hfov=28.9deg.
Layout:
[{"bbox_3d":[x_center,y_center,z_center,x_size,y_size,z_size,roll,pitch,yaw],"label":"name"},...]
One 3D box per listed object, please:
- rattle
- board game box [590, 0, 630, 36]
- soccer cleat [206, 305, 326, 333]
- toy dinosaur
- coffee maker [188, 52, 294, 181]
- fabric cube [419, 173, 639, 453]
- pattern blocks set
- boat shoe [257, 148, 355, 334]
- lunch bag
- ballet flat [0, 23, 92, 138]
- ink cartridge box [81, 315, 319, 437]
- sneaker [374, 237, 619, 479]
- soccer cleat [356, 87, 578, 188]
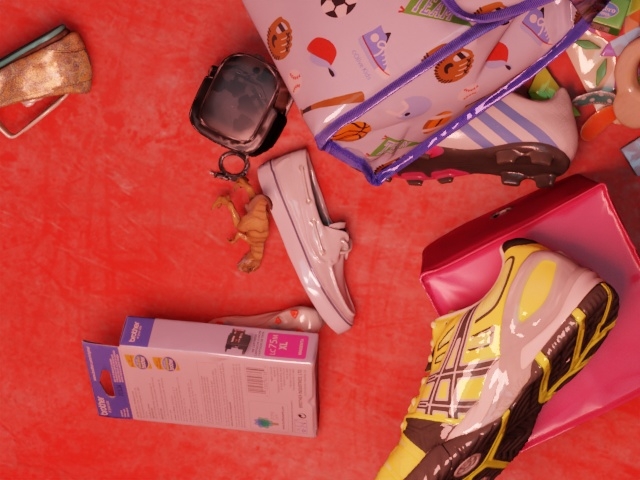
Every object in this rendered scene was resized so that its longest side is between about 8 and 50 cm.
[{"bbox_3d":[0.440,-0.212,1.632,0.130,0.199,0.143,39,55,-4],"label":"rattle"},{"bbox_3d":[0.328,-0.456,1.624,0.242,0.064,0.317,19,94,8],"label":"board game box"},{"bbox_3d":[-0.084,0.132,1.731,0.196,0.076,0.068,-13,83,25],"label":"soccer cleat"},{"bbox_3d":[-0.088,-0.036,1.678,0.064,0.211,0.112,-33,68,-24],"label":"toy dinosaur"},{"bbox_3d":[-0.101,-0.159,1.647,0.120,0.178,0.171,4,95,5],"label":"coffee maker"},{"bbox_3d":[0.289,0.082,1.596,0.254,0.258,0.259,-26,92,8],"label":"fabric cube"},{"bbox_3d":[0.407,-0.265,1.671,0.285,0.026,0.325,-43,91,7],"label":"pattern blocks set"},{"bbox_3d":[0.000,0.000,1.695,0.084,0.095,0.258,-24,94,11],"label":"boat shoe"},{"bbox_3d":[0.115,-0.316,1.513,0.385,0.239,0.328,-32,68,16],"label":"lunch bag"},{"bbox_3d":[-0.473,-0.182,1.715,0.348,0.123,0.123,-23,93,6],"label":"ballet flat"},{"bbox_3d":[-0.157,0.185,1.690,0.311,0.065,0.186,3,140,3],"label":"ink cartridge box"},{"bbox_3d":[0.177,0.168,1.438,0.385,0.145,0.147,-51,59,10],"label":"sneaker"},{"bbox_3d":[0.180,-0.153,1.671,0.331,0.116,0.143,6,62,14],"label":"soccer cleat"}]
